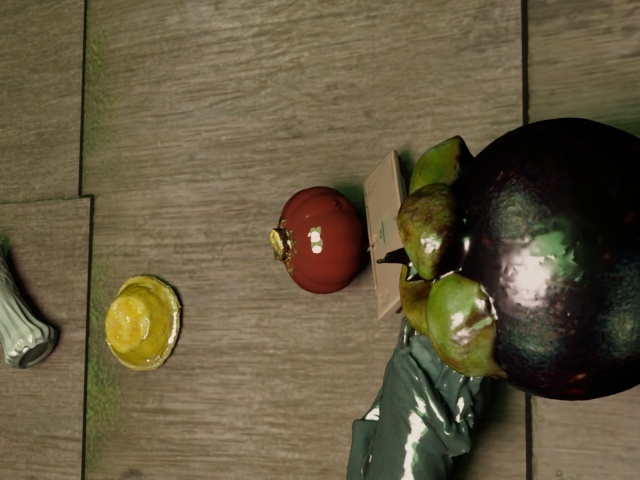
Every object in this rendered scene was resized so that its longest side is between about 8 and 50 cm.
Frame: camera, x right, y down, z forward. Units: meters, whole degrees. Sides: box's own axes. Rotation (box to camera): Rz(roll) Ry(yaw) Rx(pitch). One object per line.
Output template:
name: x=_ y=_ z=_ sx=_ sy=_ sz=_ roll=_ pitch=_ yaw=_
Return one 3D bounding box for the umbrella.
umbrella: x=0.080 y=0.183 z=0.945 sx=0.143 sy=0.094 sz=0.348 roll=8 pitch=87 yaw=38

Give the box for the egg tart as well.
egg tart: x=-0.192 y=0.087 z=1.157 sx=0.105 sy=0.039 sz=0.105 roll=-3 pitch=85 yaw=30

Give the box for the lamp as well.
lamp: x=0.000 y=0.000 z=1.018 sx=0.101 sy=0.090 sz=0.101 roll=174 pitch=90 yaw=-71

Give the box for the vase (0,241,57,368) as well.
vase: x=-0.355 y=0.074 z=1.239 sx=0.081 sy=0.081 sz=0.148 roll=-49 pitch=67 yaw=18

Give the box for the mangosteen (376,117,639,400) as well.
mangosteen: x=0.168 y=0.013 z=0.831 sx=0.243 sy=0.243 sz=0.243 roll=-4 pitch=83 yaw=31

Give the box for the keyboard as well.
keyboard: x=0.061 y=-0.005 z=0.972 sx=0.055 sy=0.017 sz=0.166 roll=-48 pitch=32 yaw=37
